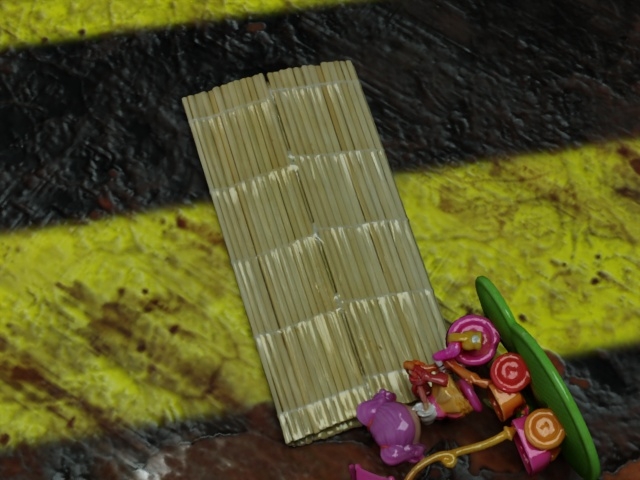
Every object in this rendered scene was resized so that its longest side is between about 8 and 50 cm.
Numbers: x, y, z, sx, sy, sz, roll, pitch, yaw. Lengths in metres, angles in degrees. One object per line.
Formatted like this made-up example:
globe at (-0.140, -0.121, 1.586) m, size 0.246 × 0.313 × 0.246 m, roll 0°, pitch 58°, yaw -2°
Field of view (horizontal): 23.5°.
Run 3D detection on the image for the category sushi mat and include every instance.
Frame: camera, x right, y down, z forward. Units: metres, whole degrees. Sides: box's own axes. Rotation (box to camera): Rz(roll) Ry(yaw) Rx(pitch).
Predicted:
sushi mat at (0.000, 0.000, 1.225) m, size 0.151 × 0.019 × 0.316 m, roll -13°, pitch 66°, yaw -11°

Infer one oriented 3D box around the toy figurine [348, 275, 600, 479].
toy figurine at (0.090, 0.133, 1.117) m, size 0.159 × 0.130 × 0.173 m, roll -27°, pitch 70°, yaw -6°
